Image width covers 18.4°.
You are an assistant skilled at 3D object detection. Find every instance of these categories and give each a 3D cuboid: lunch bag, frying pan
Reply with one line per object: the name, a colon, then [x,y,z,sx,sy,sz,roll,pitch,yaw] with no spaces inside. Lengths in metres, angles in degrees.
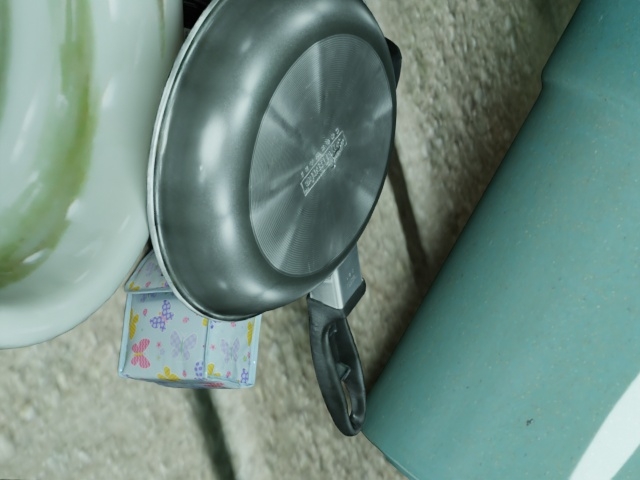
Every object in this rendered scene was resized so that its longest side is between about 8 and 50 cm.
lunch bag: [-0.073,0.039,1.103,0.053,0.071,0.083,20,73,-49]
frying pan: [-0.017,0.009,1.056,0.197,0.053,0.326,-32,129,-47]

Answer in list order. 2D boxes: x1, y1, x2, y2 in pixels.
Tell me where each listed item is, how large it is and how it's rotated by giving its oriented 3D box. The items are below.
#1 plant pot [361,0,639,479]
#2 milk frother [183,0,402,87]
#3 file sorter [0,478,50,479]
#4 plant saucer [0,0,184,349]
plant pot: [0.216,0.051,1.237,0.334,0.341,0.341,-55,137,0]
milk frother: [-0.036,-0.079,1.162,0.135,0.129,0.143,-27,152,-52]
file sorter: [-0.145,0.260,0.895,0.193,0.173,0.278,-24,106,-53]
plant saucer: [-0.196,-0.144,0.889,0.400,0.100,0.400,35,50,-58]
